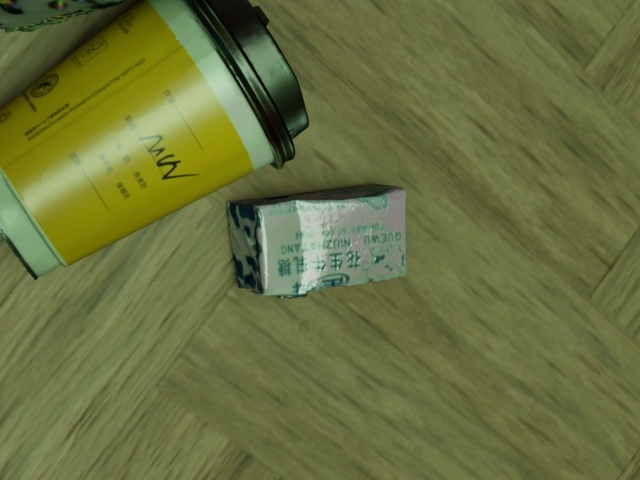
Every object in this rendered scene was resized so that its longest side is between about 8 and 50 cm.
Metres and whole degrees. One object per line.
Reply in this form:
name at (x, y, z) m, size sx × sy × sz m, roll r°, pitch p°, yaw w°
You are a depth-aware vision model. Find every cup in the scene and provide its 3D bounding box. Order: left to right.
cup at (-0.158, -0.094, 1.452) m, size 0.279 × 0.196 × 0.196 m, roll -34°, pitch 113°, yaw -6°

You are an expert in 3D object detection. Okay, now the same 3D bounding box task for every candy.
candy at (0.000, 0.000, 1.598) m, size 0.160 × 0.073 × 0.092 m, roll -6°, pitch 99°, yaw -23°

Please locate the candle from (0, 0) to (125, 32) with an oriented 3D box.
candle at (-0.226, -0.263, 1.373) m, size 0.187 × 0.330 × 0.187 m, roll 35°, pitch 49°, yaw -54°
